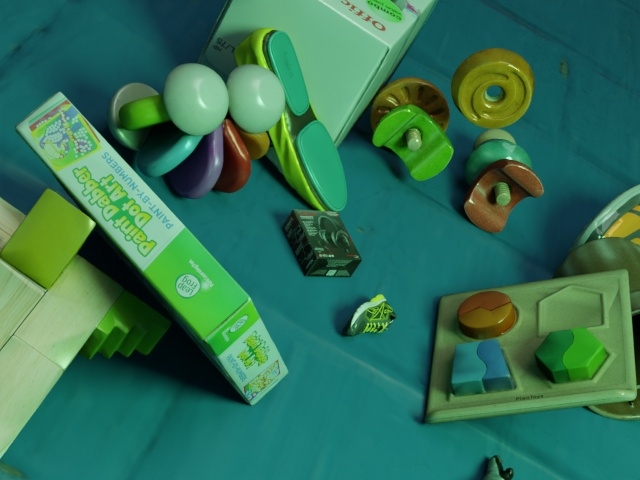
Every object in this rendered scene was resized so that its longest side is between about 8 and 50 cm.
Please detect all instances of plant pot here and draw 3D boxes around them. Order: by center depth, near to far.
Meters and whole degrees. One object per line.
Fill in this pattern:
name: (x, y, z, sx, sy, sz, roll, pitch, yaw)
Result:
plant pot: (0.352, 0.092, 1.408, 0.167, 0.167, 0.165, 18, 30, -20)

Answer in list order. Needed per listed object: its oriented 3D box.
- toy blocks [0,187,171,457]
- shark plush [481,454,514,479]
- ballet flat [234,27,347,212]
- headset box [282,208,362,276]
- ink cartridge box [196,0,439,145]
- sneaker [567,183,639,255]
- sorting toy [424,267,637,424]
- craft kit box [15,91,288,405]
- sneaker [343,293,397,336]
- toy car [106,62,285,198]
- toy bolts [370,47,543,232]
toy blocks: (-0.343, 0.059, 0.915, 0.381, 0.191, 0.261, 37, 47, -6)
shark plush: (0.149, 0.243, 1.157, 0.067, 0.073, 0.161, 9, 36, 19)
ballet flat: (-0.039, -0.133, 1.408, 0.077, 0.077, 0.231, -39, 113, -50)
headset box: (0.000, 0.000, 1.345, 0.062, 0.032, 0.083, 3, 46, -34)
ink cartridge box: (0.005, -0.266, 1.520, 0.198, 0.197, 0.270, 34, 36, 1)
sneaker: (0.469, 0.022, 1.597, 0.321, 0.125, 0.180, -12, 54, -45)
sorting toy: (0.263, 0.094, 1.259, 0.307, 0.041, 0.229, -10, 30, 18)
craft kit box: (-0.140, 0.016, 1.066, 0.250, 0.061, 0.247, 46, -6, 17)
sneaker: (0.056, 0.084, 1.288, 0.035, 0.031, 0.083, 42, 36, 11)
toy car: (-0.131, -0.113, 1.308, 0.182, 0.159, 0.136, -7, 89, -45)
toy bolts: (0.200, -0.151, 1.551, 0.228, 0.218, 0.158, 42, 25, -22)
